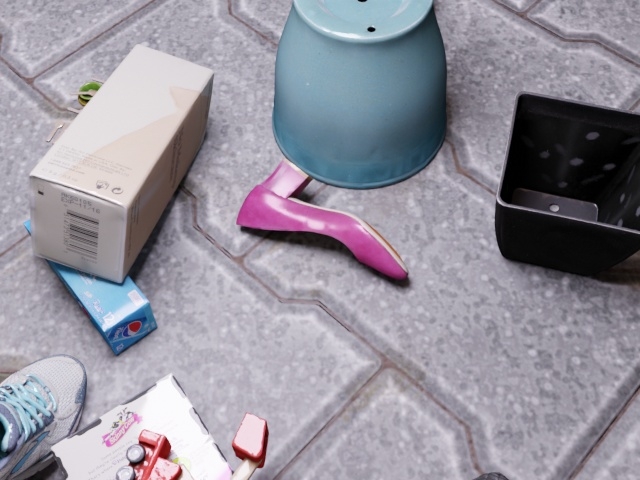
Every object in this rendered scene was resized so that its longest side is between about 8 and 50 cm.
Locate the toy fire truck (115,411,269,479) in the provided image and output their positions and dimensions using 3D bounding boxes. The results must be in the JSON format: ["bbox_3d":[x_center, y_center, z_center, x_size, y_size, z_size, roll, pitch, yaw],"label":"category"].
[{"bbox_3d":[-0.143,0.262,0.777,0.135,0.047,0.192,16,60,9],"label":"toy fire truck"}]

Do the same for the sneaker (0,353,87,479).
[{"bbox_3d":[-0.336,0.209,0.805,0.110,0.122,0.283,42,34,-2],"label":"sneaker"}]

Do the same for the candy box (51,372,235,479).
[{"bbox_3d":[-0.172,0.289,0.831,0.159,0.071,0.233,-30,63,-16],"label":"candy box"}]

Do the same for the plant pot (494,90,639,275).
[{"bbox_3d":[0.323,-0.057,0.981,0.188,0.167,0.187,12,60,10],"label":"plant pot"}]

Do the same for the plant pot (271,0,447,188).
[{"bbox_3d":[0.058,-0.257,1.059,0.272,0.255,0.271,-1,57,1],"label":"plant pot"}]

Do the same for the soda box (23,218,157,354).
[{"bbox_3d":[-0.303,0.045,0.985,0.067,0.071,0.210,-34,63,-21],"label":"soda box"}]

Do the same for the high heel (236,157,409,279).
[{"bbox_3d":[0.000,0.000,1.020,0.244,0.082,0.117,40,95,9],"label":"high heel"}]

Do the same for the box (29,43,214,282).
[{"bbox_3d":[-0.253,-0.112,0.990,0.121,0.148,0.311,19,46,0],"label":"box"}]

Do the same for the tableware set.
[{"bbox_3d":[-0.353,-0.200,1.168,0.104,0.024,0.154,19,60,12],"label":"tableware set"}]

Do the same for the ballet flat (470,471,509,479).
[{"bbox_3d":[0.136,0.302,0.839,0.173,0.057,0.049,-10,18,-6],"label":"ballet flat"}]
